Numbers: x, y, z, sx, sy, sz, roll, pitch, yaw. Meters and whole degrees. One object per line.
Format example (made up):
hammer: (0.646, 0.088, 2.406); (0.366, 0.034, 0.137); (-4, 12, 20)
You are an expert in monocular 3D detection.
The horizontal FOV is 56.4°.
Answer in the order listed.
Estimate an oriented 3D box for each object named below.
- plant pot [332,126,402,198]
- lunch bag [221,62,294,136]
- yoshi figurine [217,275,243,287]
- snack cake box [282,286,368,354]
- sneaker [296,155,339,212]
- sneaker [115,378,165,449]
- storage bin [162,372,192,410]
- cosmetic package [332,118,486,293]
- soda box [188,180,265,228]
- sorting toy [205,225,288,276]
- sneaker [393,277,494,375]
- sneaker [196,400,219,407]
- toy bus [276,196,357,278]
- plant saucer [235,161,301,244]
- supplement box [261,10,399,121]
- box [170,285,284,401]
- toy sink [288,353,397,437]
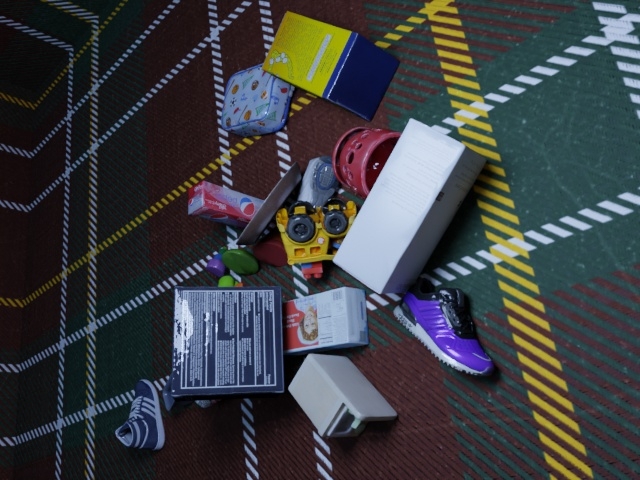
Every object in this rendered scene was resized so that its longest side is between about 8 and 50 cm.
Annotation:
plant pot: (0.134, -0.205, 1.583); (0.174, 0.191, 0.191); (27, 98, 50)
lunch bag: (-0.214, -0.492, 2.061); (0.303, 0.115, 0.243); (1, 77, 46)
yoshi figurine: (-0.346, 0.280, 1.911); (0.204, 0.203, 0.362); (92, -177, -45)
snack cake box: (0.004, 0.230, 1.663); (0.264, 0.089, 0.152); (-18, 69, 41)
sneaker: (-0.024, -0.111, 1.794); (0.297, 0.111, 0.129); (-70, 23, 6)
sneaker: (-0.670, 0.628, 2.173); (0.099, 0.153, 0.282); (-47, 51, 25)
storage bin: (-0.473, 0.507, 2.045); (0.135, 0.091, 0.098); (-58, 45, 31)
cosmetic package: (0.213, -0.070, 1.422); (0.156, 0.217, 0.385); (32, 103, 26)
soda box: (-0.297, -0.108, 1.927); (0.083, 0.263, 0.092); (-20, 66, 39)
sorting toy: (-0.231, 0.025, 1.960); (0.365, 0.127, 0.126); (-16, 45, 39)
sneaker: (0.297, 0.184, 1.375); (0.293, 0.102, 0.146); (40, 107, 43)
sneaker: (-0.395, 0.412, 1.961); (0.145, 0.090, 0.270); (-40, 67, 25)
toy bus: (0.000, 0.000, 1.671); (0.149, 0.220, 0.211); (-91, -8, -70)
plant saucer: (-0.146, -0.100, 1.798); (0.311, 0.050, 0.310); (-53, 3, 4)
supplement box: (0.021, -0.521, 1.776); (0.356, 0.194, 0.195); (37, 105, 44)
box: (-0.257, 0.289, 1.660); (0.183, 0.294, 0.296); (116, 153, -68)
toy sink: (0.053, 0.415, 1.520); (0.234, 0.152, 0.131); (42, 109, 41)
